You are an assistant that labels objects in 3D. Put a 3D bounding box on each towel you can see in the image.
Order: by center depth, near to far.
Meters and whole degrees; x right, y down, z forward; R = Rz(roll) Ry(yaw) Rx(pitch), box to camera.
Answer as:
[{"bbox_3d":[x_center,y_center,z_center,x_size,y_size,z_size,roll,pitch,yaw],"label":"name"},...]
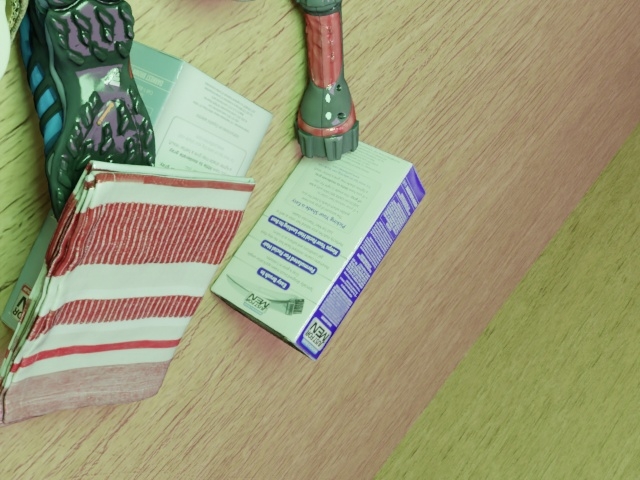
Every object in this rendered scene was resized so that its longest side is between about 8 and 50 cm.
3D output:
[{"bbox_3d":[-0.217,0.066,0.856,0.237,0.037,0.329,0,125,-52],"label":"towel"}]

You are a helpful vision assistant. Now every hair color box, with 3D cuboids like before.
[{"bbox_3d":[-0.224,-0.035,0.951,0.185,0.113,0.375,21,95,-57],"label":"hair color box"},{"bbox_3d":[0.000,0.000,1.228,0.339,0.185,0.110,-55,149,-12],"label":"hair color box"}]

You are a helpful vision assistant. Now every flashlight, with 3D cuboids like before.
[{"bbox_3d":[0.004,-0.268,1.117,0.103,0.103,0.304,-29,136,-26],"label":"flashlight"}]

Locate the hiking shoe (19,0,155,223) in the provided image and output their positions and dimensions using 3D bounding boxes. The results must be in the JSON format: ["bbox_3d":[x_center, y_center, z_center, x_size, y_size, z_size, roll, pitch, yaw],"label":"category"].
[{"bbox_3d":[-0.246,-0.144,0.790,0.113,0.132,0.304,-10,117,-33],"label":"hiking shoe"}]

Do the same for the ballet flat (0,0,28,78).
[{"bbox_3d":[-0.354,-0.124,0.704,0.107,0.106,0.316,2,112,-59],"label":"ballet flat"}]
